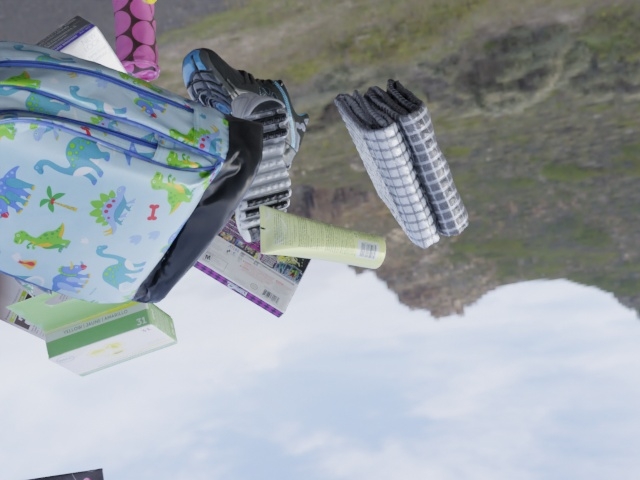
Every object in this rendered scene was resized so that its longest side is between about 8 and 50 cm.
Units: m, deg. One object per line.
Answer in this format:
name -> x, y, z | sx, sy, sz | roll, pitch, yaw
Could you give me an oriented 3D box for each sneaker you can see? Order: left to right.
sneaker -> -0.150, -0.290, 1.913 | 0.125, 0.140, 0.341 | 14, 157, 41
sneaker -> -0.125, -0.140, 1.780 | 0.110, 0.292, 0.118 | -12, -152, -34

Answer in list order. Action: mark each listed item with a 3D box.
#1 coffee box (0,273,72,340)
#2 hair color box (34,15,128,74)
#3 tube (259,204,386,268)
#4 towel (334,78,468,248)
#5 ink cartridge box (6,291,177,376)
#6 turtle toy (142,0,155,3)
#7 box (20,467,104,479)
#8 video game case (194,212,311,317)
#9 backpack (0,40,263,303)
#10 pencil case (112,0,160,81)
coffee box -> -0.573, 0.045, 1.679 | 0.297, 0.119, 0.168 | 26, -166, -9
hair color box -> -0.348, -0.155, 1.475 | 0.185, 0.339, 0.110 | -39, -146, -12
tube -> 0.000, 0.000, 1.637 | 0.240, 0.062, 0.070 | 11, -161, -29
towel -> 0.145, -0.143, 1.617 | 0.121, 0.235, 0.284 | -26, -157, 0
ink cartridge box -> -0.333, 0.129, 1.399 | 0.171, 0.056, 0.235 | -19, 158, 4
turtle toy -> -0.306, -0.416, 1.440 | 0.095, 0.066, 0.130 | 34, -161, 34
box -> -0.484, 0.477, 1.541 | 0.247, 0.163, 0.142 | 1, 158, -36
video game case -> -0.144, 0.033, 2.143 | 0.042, 0.232, 0.210 | -48, -167, 55
backpack -> -0.287, -0.075, 1.077 | 0.290, 0.355, 0.273 | -47, -159, 28
pencil case -> -0.352, -0.405, 1.802 | 0.095, 0.209, 0.098 | -2, 159, -8
